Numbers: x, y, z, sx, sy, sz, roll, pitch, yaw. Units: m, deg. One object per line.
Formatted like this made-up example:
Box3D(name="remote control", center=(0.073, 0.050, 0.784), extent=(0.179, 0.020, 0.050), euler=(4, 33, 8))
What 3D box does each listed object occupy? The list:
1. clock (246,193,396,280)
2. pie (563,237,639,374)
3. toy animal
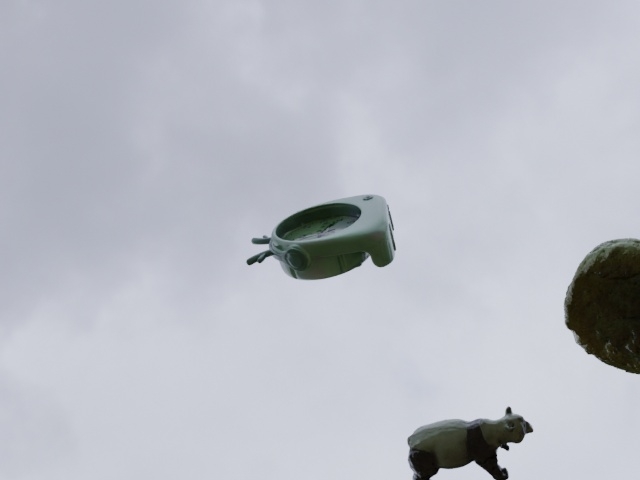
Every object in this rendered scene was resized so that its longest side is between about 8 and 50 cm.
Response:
Box3D(name="clock", center=(0.000, 0.000, 1.324), extent=(0.211, 0.159, 0.066), euler=(-11, -68, 9))
Box3D(name="pie", center=(0.550, 0.123, 1.613), extent=(0.277, 0.078, 0.277), euler=(11, -61, 21))
Box3D(name="toy animal", center=(0.258, 0.354, 1.618), extent=(0.225, 0.094, 0.121), euler=(-13, -54, 19))
